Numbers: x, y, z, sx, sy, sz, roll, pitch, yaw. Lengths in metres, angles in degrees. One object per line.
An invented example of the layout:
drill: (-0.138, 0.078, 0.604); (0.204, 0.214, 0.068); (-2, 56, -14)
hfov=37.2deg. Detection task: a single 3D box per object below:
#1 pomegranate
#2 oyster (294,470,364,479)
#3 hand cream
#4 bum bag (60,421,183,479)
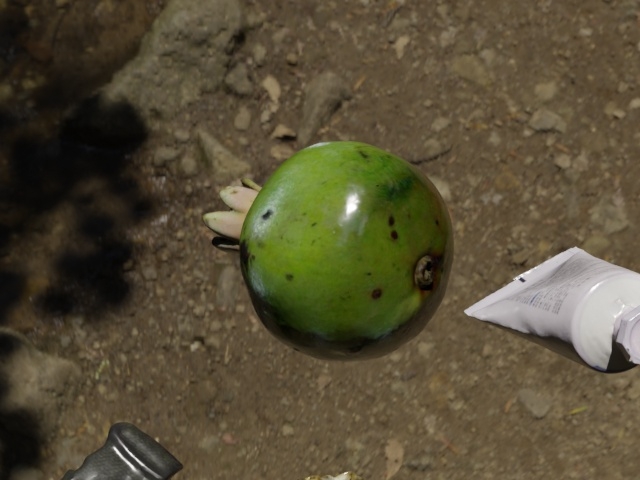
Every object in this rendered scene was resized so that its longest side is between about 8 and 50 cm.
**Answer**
pomegranate: (-0.001, 0.002, 0.800); (0.225, 0.187, 0.187); (21, 56, 37)
oyster: (-0.009, 0.113, 0.372); (0.083, 0.080, 0.038); (-9, 70, -26)
hand cream: (0.142, 0.037, 0.522); (0.084, 0.142, 0.053); (-28, 103, -9)
bum bag: (-0.113, 0.193, 0.388); (0.080, 0.142, 0.326); (33, 20, -24)
